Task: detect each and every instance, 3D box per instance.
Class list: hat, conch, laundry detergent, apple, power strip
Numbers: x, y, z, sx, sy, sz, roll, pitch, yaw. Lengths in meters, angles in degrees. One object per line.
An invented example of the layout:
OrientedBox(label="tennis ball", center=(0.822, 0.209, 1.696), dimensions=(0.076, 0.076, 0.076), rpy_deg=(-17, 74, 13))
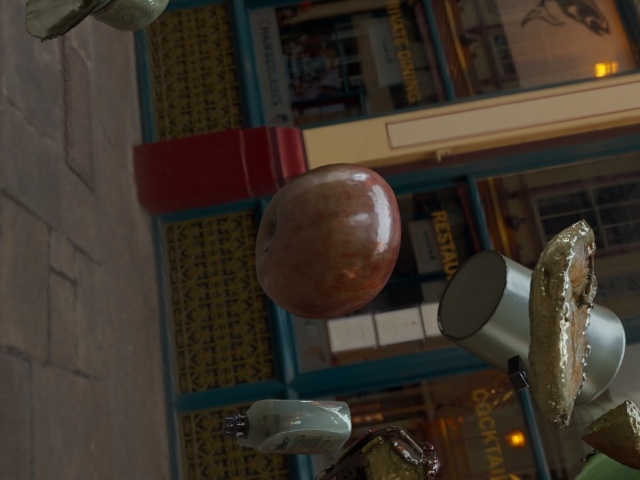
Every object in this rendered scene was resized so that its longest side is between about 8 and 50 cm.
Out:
OrientedBox(label="hat", center=(-0.237, -0.315, 0.860), dimensions=(0.110, 0.252, 0.252), rpy_deg=(32, 37, -44))
OrientedBox(label="conch", center=(0.529, 0.415, 1.227), dimensions=(0.137, 0.251, 0.143), rpy_deg=(-64, 147, -74))
OrientedBox(label="laundry detergent", center=(-0.091, 0.426, 1.608), dimensions=(0.215, 0.281, 0.105), rpy_deg=(125, -37, -52))
OrientedBox(label="apple", center=(0.000, 0.000, 1.498), dimensions=(0.345, 0.269, 0.344), rpy_deg=(2, -87, 56))
OrientedBox(label="power strip", center=(0.386, 0.259, 1.394), dimensions=(0.038, 0.029, 0.111), rpy_deg=(59, 18, -2))

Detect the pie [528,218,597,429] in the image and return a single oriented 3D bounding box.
OrientedBox(label="pie", center=(0.391, 0.140, 1.150), dimensions=(0.337, 0.075, 0.337), rpy_deg=(-21, 114, -58))

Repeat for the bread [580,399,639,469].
OrientedBox(label="bread", center=(0.473, 0.317, 1.137), dimensions=(0.154, 0.054, 0.136), rpy_deg=(52, -30, -15))

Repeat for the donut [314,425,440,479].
OrientedBox(label="donut", center=(0.061, 0.467, 1.310), dimensions=(0.136, 0.345, 0.259), rpy_deg=(48, 0, 5))

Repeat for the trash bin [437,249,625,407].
OrientedBox(label="trash bin", center=(0.530, 0.224, 1.757), dimensions=(0.280, 0.432, 0.280), rpy_deg=(-50, -158, 29))
